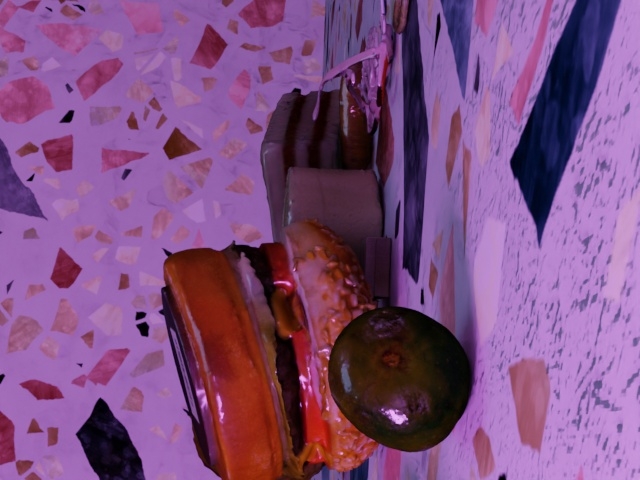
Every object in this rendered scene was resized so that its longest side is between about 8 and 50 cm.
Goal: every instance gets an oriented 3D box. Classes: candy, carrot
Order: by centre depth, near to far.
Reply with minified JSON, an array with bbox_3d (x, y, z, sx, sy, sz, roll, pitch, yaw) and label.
[{"bbox_3d":[0.057,-0.198,1.596,0.060,0.060,0.186,-117,31,-84],"label":"carrot"},{"bbox_3d":[-0.018,-0.130,1.714,0.321,0.135,0.179,-77,-20,-64],"label":"candy"}]

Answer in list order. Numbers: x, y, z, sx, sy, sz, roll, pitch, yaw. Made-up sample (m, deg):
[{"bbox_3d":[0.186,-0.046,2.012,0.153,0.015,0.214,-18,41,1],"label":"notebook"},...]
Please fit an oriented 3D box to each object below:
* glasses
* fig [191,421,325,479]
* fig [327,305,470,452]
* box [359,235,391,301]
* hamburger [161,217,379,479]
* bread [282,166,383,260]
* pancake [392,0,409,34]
[{"bbox_3d":[0.054,-0.254,1.431,0.255,0.095,0.162,113,168,-74],"label":"glasses"},{"bbox_3d":[-0.053,0.291,1.719,0.368,0.286,0.286,-22,62,59],"label":"fig"},{"bbox_3d":[0.072,0.117,0.812,0.177,0.117,0.117,44,-135,-65],"label":"fig"},{"bbox_3d":[0.071,0.040,1.329,0.079,0.035,0.083,133,140,-84],"label":"box"},{"bbox_3d":[-0.050,0.143,1.256,0.330,0.250,0.330,164,90,-76],"label":"hamburger"},{"bbox_3d":[0.017,-0.032,1.440,0.134,0.141,0.148,107,165,-62],"label":"bread"},{"bbox_3d":[0.105,-0.319,1.272,0.115,0.011,0.115,-175,90,-87],"label":"pancake"}]
